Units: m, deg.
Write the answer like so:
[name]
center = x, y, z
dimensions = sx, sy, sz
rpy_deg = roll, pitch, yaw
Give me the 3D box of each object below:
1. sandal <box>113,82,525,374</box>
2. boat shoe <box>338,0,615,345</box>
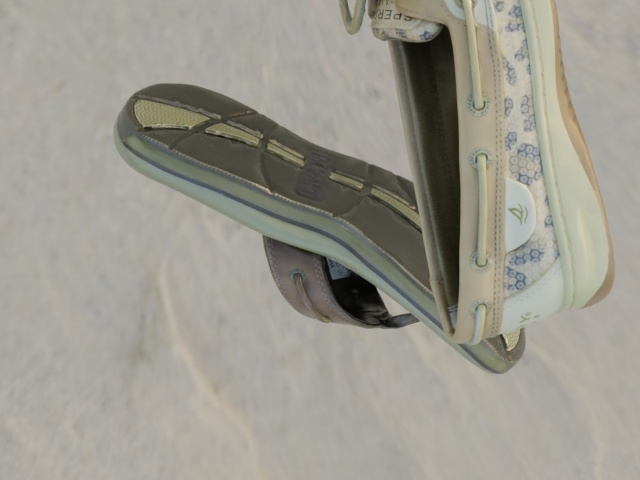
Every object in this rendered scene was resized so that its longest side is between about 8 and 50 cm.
[sandal]
center = -0.001, -0.001, 1.259
dimensions = 0.303, 0.120, 0.086
rpy_deg = 29, 119, 3
[boat shoe]
center = 0.068, -0.087, 0.981
dimensions = 0.089, 0.104, 0.285
rpy_deg = -21, 98, -14
